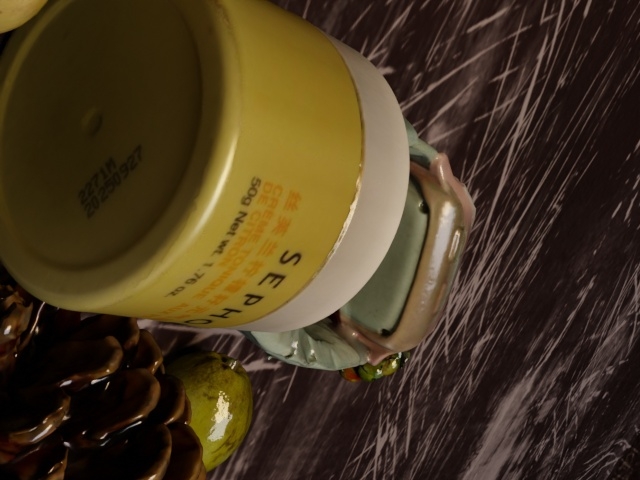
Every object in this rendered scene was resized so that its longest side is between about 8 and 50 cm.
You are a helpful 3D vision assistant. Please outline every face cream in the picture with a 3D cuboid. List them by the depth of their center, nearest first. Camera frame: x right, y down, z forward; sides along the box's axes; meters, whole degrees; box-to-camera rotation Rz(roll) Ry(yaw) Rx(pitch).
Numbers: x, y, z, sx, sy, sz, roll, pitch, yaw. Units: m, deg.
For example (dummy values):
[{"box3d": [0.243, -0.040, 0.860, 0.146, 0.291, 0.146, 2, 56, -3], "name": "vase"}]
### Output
[{"box3d": [-0.081, -0.054, 0.623, 0.179, 0.218, 0.218, 14, 110, -54], "name": "face cream"}]

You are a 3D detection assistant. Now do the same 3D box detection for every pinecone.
[{"box3d": [-0.209, 0.133, 0.654, 0.243, 0.243, 0.257, -36, 107, -23], "name": "pinecone"}]

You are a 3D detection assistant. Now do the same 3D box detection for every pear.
[{"box3d": [-0.114, 0.161, 0.898, 0.131, 0.107, 0.107, -48, 148, 11], "name": "pear"}]

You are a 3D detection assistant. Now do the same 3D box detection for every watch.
[{"box3d": [0.000, 0.000, 0.820, 0.241, 0.162, 0.253, -14, 126, -47], "name": "watch"}]

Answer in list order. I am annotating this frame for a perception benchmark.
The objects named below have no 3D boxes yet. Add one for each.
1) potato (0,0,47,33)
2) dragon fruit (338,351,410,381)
[{"box3d": [-0.147, -0.237, 0.409, 0.140, 0.173, 0.300, 4, 121, -28], "name": "potato"}, {"box3d": [0.050, 0.076, 1.028, 0.142, 0.175, 0.138, -32, 144, 27], "name": "dragon fruit"}]
